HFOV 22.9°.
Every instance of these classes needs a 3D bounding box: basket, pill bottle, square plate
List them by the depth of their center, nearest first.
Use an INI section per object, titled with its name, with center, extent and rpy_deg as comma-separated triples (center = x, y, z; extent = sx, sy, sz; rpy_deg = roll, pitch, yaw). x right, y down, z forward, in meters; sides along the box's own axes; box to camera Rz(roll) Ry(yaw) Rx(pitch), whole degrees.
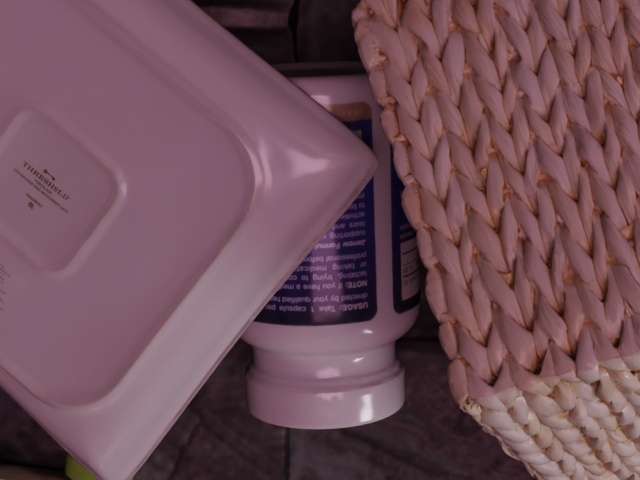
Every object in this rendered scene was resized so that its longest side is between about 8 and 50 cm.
[basket]
center = 0.216, -0.019, 1.068
extent = 0.266, 0.331, 0.328
rpy_deg = -20, 64, 13
[square plate]
center = -0.191, -0.038, 1.155
extent = 0.347, 0.049, 0.344
rpy_deg = 40, 109, 5
[pill bottle]
center = 0.000, 0.000, 1.212
extent = 0.153, 0.153, 0.265
rpy_deg = -3, 101, -5

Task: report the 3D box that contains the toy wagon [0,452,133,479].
[toy wagon]
center = -0.292, 0.284, 1.284
extent = 0.344, 0.068, 0.267
rpy_deg = 8, 100, -7
